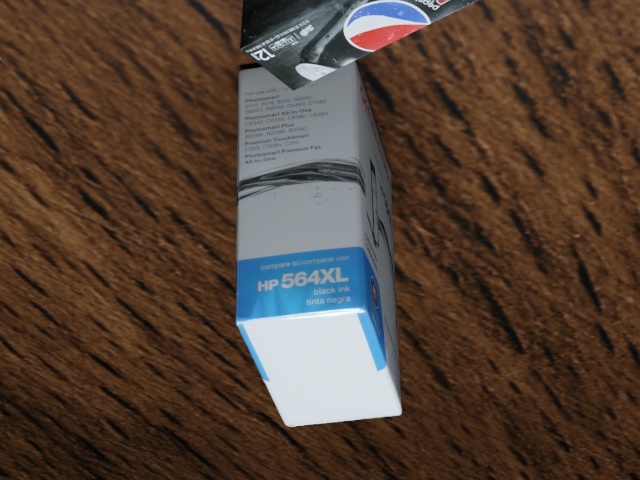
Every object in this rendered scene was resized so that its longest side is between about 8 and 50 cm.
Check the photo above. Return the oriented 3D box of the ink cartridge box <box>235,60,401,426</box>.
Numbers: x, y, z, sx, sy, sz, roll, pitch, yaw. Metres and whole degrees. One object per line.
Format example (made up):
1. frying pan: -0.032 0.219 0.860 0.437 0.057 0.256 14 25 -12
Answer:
1. ink cartridge box: 0.000 0.000 1.015 0.086 0.203 0.148 -7 147 10

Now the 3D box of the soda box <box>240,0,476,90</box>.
1. soda box: 0.032 -0.154 0.903 0.169 0.060 0.053 -23 141 33
